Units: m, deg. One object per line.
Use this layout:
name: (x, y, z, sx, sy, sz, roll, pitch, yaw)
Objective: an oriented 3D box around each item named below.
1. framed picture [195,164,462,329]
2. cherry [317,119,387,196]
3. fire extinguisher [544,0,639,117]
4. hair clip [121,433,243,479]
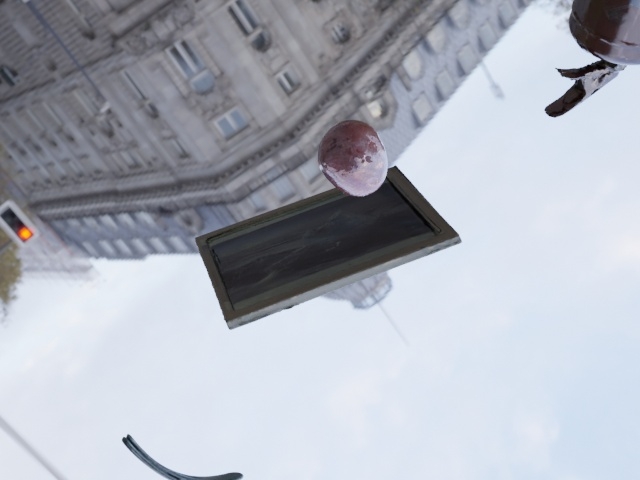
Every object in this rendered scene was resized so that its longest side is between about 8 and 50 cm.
framed picture: (0.000, 0.000, 1.635, 0.446, 0.028, 0.326, -21, -149, -8)
cherry: (0.046, -0.109, 1.163, 0.087, 0.106, 0.126, -27, -170, 10)
fire extinguisher: (0.263, -0.243, 0.684, 0.141, 0.341, 0.105, -16, -128, -20)
hair clip: (-0.229, 0.375, 1.400, 0.039, 0.229, 0.070, 7, -112, 56)
